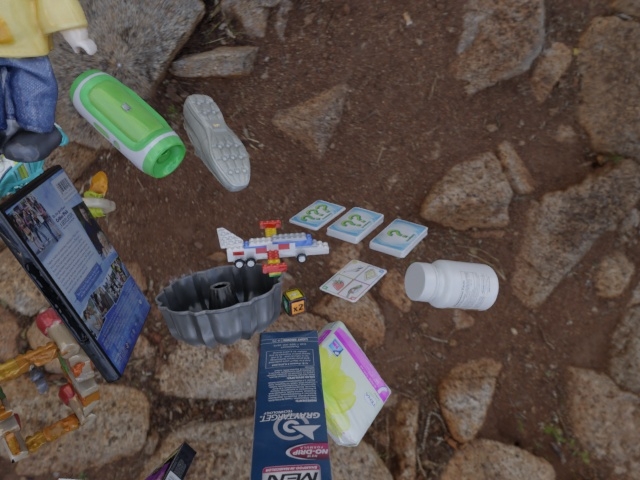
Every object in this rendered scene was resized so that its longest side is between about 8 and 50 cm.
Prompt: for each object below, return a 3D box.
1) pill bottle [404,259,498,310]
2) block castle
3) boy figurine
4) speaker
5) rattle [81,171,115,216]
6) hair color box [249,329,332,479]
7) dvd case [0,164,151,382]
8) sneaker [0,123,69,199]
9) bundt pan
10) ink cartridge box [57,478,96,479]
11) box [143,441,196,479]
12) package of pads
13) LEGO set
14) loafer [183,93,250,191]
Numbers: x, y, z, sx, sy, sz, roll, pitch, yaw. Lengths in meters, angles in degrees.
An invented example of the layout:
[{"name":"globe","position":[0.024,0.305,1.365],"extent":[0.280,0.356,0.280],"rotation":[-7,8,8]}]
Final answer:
[{"name":"pill bottle","position":[0.350,0.119,1.450],"extent":[0.229,0.131,0.131],"rotation":[7,105,-23]},{"name":"block castle","position":[-0.879,0.431,1.645],"extent":[0.303,0.213,0.453],"rotation":[-25,140,-34]},{"name":"boy figurine","position":[-0.315,-0.222,0.526],"extent":[0.177,0.092,0.285],"rotation":[6,125,-12]},{"name":"speaker","position":[-0.472,-0.286,1.315],"extent":[0.296,0.131,0.131],"rotation":[41,90,10]},{"name":"rattle","position":[-0.670,-0.136,1.477],"extent":[0.200,0.130,0.142],"rotation":[8,89,-53]},{"name":"hair color box","position":[-0.044,0.302,0.800],"extent":[0.105,0.347,0.173],"rotation":[-2,114,-3]},{"name":"dvd case","position":[-0.312,0.038,0.704],"extent":[0.022,0.180,0.253],"rotation":[-22,114,6]},{"name":"sneaker","position":[-0.679,-0.154,1.214],"extent":[0.110,0.107,0.275],"rotation":[38,85,-39]},{"name":"bundt pan","position":[-0.248,0.171,1.388],"extent":[0.331,0.331,0.124],"rotation":[-13,106,-16]},{"name":"ink cartridge box","position":[-0.388,0.567,0.884],"extent":[0.130,0.271,0.309],"rotation":[9,143,-14]},{"name":"box","position":[-0.236,0.346,0.690],"extent":[0.029,0.116,0.162],"rotation":[44,95,-4]},{"name":"package of pads","position":[0.056,0.423,1.578],"extent":[0.296,0.101,0.229],"rotation":[54,48,-9]},{"name":"LEGO set","position":[0.000,0.000,0.665],"extent":[0.244,0.182,0.060],"rotation":[-37,135,-44]},{"name":"loafer","position":[-0.280,-0.248,1.427],"extent":[0.112,0.319,0.111],"rotation":[-9,150,-35]}]
